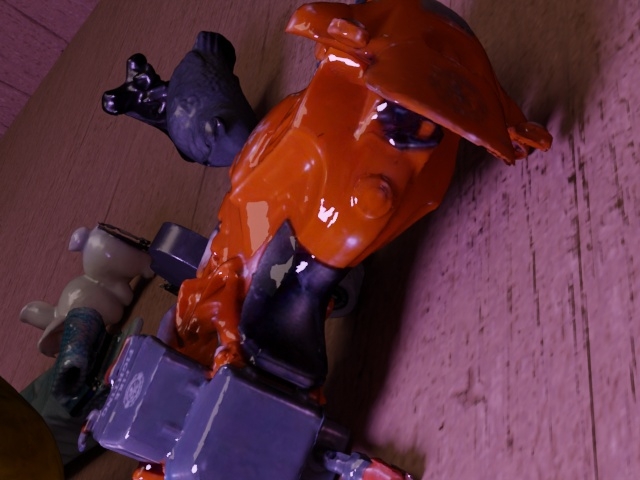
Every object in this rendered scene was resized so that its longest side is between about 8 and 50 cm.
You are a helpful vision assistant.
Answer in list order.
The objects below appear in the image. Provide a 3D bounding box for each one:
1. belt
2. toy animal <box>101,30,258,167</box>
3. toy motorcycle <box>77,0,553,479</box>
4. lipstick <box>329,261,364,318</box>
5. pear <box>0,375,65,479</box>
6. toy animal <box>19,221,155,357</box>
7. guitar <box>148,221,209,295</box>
[{"bbox_3d":[-0.224,0.146,1.231,0.302,0.087,0.072,-40,22,45],"label":"belt"},{"bbox_3d":[-0.085,-0.118,1.312,0.117,0.121,0.210,-56,32,-7],"label":"toy animal"},{"bbox_3d":[0.000,0.000,0.791,0.221,0.148,0.325,2,68,67],"label":"toy motorcycle"},{"bbox_3d":[0.015,-0.002,0.926,0.037,0.037,0.116,-45,17,36],"label":"lipstick"},{"bbox_3d":[-0.341,0.246,0.979,0.413,0.352,0.352,-55,17,-6],"label":"pear"},{"bbox_3d":[-0.206,0.047,1.374,0.071,0.085,0.124,35,99,55],"label":"toy animal"},{"bbox_3d":[-0.095,0.028,1.119,0.025,0.088,0.233,-62,9,-13],"label":"guitar"}]
